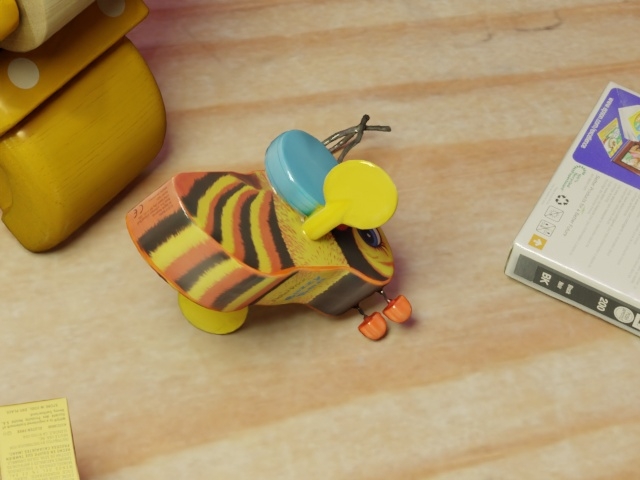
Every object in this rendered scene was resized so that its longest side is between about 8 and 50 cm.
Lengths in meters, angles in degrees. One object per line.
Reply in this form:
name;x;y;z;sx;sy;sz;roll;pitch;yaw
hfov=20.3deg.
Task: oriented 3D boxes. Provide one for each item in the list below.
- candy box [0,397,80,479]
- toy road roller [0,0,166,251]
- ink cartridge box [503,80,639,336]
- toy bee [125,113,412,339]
candy box;-0.171;0.208;1.145;0.053;0.109;0.187;-7;52;-10
toy road roller;-0.204;-0.137;1.313;0.241;0.329;0.202;51;57;-11
ink cartridge box;0.279;-0.010;1.403;0.208;0.045;0.206;25;53;14
toy bee;0.000;0.000;1.302;0.298;0.195;0.162;-28;81;-37
